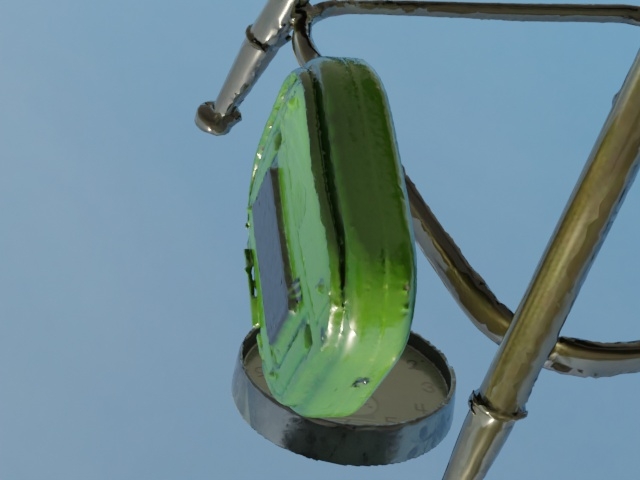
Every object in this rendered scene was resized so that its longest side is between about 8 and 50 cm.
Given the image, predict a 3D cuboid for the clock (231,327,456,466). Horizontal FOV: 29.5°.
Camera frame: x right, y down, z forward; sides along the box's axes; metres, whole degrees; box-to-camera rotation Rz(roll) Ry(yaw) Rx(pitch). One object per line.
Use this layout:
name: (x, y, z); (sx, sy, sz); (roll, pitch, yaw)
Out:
clock: (0.023, 0.132, 1.152); (0.215, 0.042, 0.215); (7, -155, -3)

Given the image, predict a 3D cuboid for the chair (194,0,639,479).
chair: (0.187, -0.133, 0.623); (0.364, 0.410, 0.362); (-5, -137, -24)

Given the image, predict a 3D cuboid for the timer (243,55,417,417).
timer: (0.000, 0.000, 0.519); (0.047, 0.128, 0.140); (1, -119, -17)
